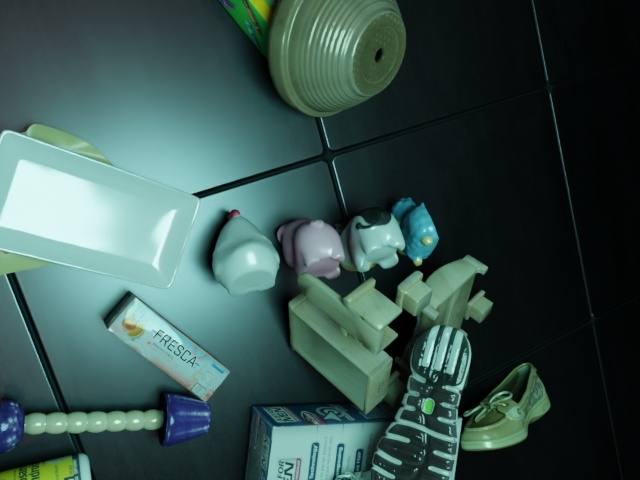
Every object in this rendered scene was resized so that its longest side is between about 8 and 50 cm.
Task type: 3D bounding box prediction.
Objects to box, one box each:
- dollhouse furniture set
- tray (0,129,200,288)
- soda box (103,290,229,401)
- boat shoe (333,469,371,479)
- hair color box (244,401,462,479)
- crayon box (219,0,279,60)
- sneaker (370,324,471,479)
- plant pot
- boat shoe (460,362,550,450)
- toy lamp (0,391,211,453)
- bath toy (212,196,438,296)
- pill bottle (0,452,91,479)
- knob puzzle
[{"bbox_3d":[0.134,0.078,0.946,0.355,0.174,0.303,-35,146,-30],"label":"dollhouse furniture set"},{"bbox_3d":[-0.305,-0.033,0.787,0.270,0.030,0.145,20,88,-36],"label":"tray"},{"bbox_3d":[-0.220,0.154,0.847,0.183,0.063,0.058,45,75,-22],"label":"soda box"},{"bbox_3d":[0.045,0.382,0.861,0.226,0.083,0.076,-28,107,-19],"label":"boat shoe"},{"bbox_3d":[0.056,0.364,0.968,0.347,0.105,0.174,6,92,-25],"label":"hair color box"},{"bbox_3d":[-0.023,-0.426,0.882,0.278,0.081,0.165,-47,111,-14],"label":"crayon box"},{"bbox_3d":[0.168,0.269,0.875,0.281,0.106,0.162,-69,157,-4],"label":"sneaker"},{"bbox_3d":[0.046,-0.282,0.850,0.237,0.110,0.237,-33,141,-32],"label":"plant pot"},{"bbox_3d":[0.331,0.303,1.070,0.285,0.104,0.089,-9,85,-53],"label":"boat shoe"},{"bbox_3d":[-0.291,0.251,0.814,0.275,0.080,0.080,4,92,-26],"label":"toy lamp"},{"bbox_3d":[0.000,0.000,0.906,0.348,0.151,0.129,-8,60,-21],"label":"bath toy"},{"bbox_3d":[-0.393,0.349,0.760,0.184,0.103,0.103,-7,97,-25],"label":"pill bottle"},{"bbox_3d":[-0.358,-0.059,0.783,0.213,0.030,0.213,-8,104,-33],"label":"knob puzzle"}]
